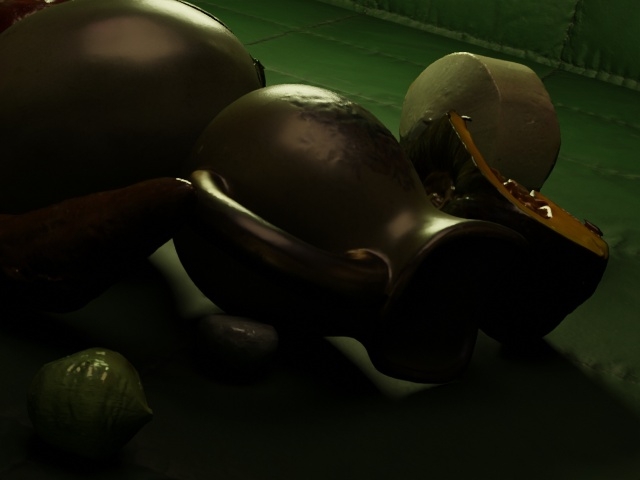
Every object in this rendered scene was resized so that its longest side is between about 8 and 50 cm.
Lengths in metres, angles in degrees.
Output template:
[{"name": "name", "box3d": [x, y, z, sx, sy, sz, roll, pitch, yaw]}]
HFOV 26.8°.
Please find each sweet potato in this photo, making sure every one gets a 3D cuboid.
[{"name": "sweet potato", "box3d": [-0.246, 0.010, 1.196, 0.341, 0.114, 0.092, -4, 11, 28]}]

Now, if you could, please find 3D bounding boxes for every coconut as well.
[{"name": "coconut", "box3d": [-0.172, 0.122, 1.014, 0.096, 0.088, 0.088, 10, 18, 5]}, {"name": "coconut", "box3d": [0.216, -0.152, 1.901, 0.241, 0.241, 0.241, 12, 18, -4]}]

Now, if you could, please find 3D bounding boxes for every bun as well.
[{"name": "bun", "box3d": [-0.077, 0.093, 1.225, 0.083, 0.045, 0.083, 14, 2, -1]}]

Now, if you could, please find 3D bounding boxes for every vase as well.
[{"name": "vase", "box3d": [0.000, 0.000, 1.254, 0.302, 0.241, 0.329, 33, 15, 22]}]

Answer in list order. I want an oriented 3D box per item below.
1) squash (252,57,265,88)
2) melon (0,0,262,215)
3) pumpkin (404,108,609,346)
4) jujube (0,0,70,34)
[{"name": "squash", "box3d": [-0.234, -0.235, 1.972, 0.287, 0.137, 0.137, 15, 18, 14]}, {"name": "melon", "box3d": [-0.209, -0.125, 1.417, 0.330, 0.268, 0.268, -10, 26, -20]}, {"name": "pumpkin", "box3d": [0.197, -0.012, 1.488, 0.190, 0.139, 0.280, 27, 25, -23]}, {"name": "jujube", "box3d": [-0.296, -0.191, 1.647, 0.318, 0.223, 0.223, 8, 18, -37]}]
